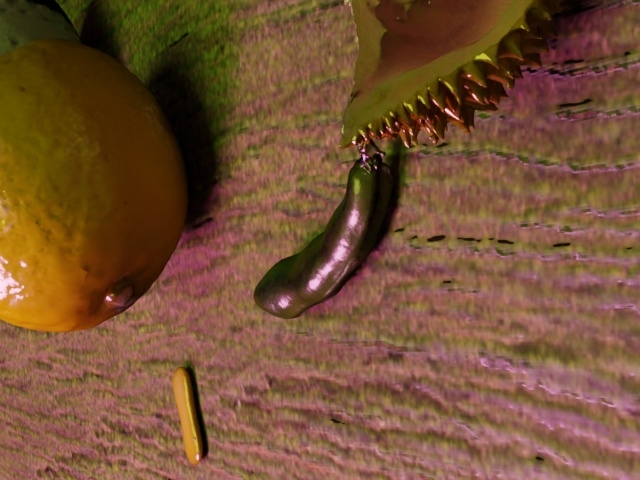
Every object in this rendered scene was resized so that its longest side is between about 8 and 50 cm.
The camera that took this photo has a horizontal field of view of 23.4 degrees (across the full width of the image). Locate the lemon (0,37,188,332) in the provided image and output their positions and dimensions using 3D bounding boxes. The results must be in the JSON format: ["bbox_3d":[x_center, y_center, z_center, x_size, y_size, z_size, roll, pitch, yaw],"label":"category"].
[{"bbox_3d":[-0.222,-0.033,1.321,0.219,0.240,0.240,53,144,14],"label":"lemon"}]

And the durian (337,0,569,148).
[{"bbox_3d":[0.065,-0.145,0.856,0.165,0.132,0.182,-59,32,32],"label":"durian"}]

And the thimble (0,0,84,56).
[{"bbox_3d":[-0.334,-0.134,1.509,0.150,0.237,0.237,64,146,33],"label":"thimble"}]

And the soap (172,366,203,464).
[{"bbox_3d":[-0.119,0.157,1.385,0.034,0.012,0.089,-32,67,60],"label":"soap"}]

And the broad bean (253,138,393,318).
[{"bbox_3d":[0.003,0.004,1.100,0.069,0.039,0.227,63,145,23],"label":"broad bean"}]
